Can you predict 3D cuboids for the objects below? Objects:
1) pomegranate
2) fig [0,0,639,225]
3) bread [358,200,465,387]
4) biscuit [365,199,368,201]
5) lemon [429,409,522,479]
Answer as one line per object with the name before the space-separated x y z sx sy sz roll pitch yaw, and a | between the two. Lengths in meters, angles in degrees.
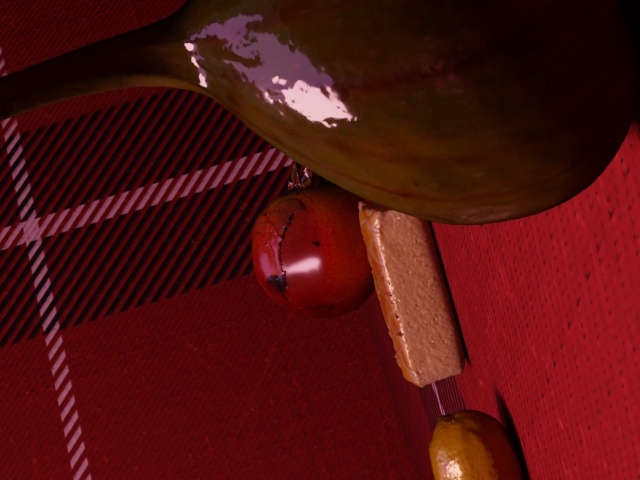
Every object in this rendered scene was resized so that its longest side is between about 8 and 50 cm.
pomegranate | 0.000 0.000 1.735 0.210 0.210 0.235 104 166 -87
fig | -0.013 -0.064 0.459 0.151 0.259 0.151 -12 -90 -83
bread | 0.092 0.046 1.233 0.125 0.068 0.188 -116 9 -81
biscuit | 0.046 -0.141 1.465 0.192 0.036 0.186 83 168 -77
lemon | 0.140 0.204 1.043 0.082 0.082 0.110 -123 13 -84
